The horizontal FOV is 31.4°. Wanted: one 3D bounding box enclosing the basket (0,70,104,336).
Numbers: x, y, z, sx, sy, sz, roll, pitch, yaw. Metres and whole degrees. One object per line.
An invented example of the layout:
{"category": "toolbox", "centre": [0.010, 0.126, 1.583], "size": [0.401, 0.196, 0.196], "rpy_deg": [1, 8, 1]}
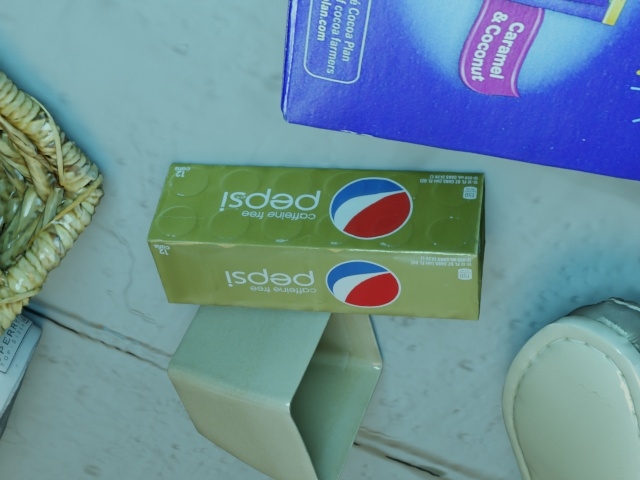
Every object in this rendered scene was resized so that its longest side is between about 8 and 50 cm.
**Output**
{"category": "basket", "centre": [-0.295, -0.015, 0.557], "size": [0.223, 0.214, 0.299], "rpy_deg": [-12, 139, 28]}

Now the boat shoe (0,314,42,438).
{"category": "boat shoe", "centre": [-0.308, 0.145, 0.855], "size": [0.119, 0.121, 0.335], "rpy_deg": [28, 127, -7]}

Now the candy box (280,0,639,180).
{"category": "candy box", "centre": [0.158, -0.143, 0.389], "size": [0.317, 0.122, 0.268], "rpy_deg": [11, 139, 2]}

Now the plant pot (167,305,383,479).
{"category": "plant pot", "centre": [-0.031, 0.081, 0.712], "size": [0.096, 0.109, 0.109], "rpy_deg": [9, 141, 22]}

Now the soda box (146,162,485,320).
{"category": "soda box", "centre": [0.000, 0.000, 0.636], "size": [0.181, 0.061, 0.058], "rpy_deg": [2, 139, 11]}

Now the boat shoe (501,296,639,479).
{"category": "boat shoe", "centre": [0.192, 0.142, 0.730], "size": [0.116, 0.096, 0.324], "rpy_deg": [36, 151, 39]}
